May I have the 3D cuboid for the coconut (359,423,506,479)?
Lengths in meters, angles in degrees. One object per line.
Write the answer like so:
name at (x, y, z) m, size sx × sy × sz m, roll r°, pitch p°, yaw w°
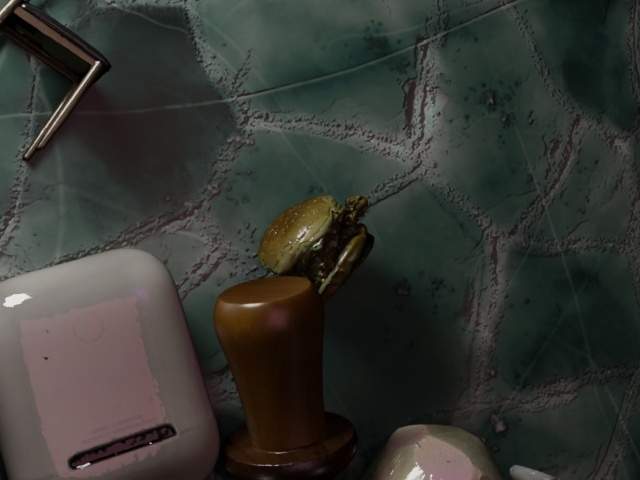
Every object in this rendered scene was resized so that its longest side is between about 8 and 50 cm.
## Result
coconut at (0.169, 0.375, 1.819) m, size 0.227 × 0.227 × 0.230 m, roll 39°, pitch 78°, yaw -13°

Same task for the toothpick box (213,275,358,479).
toothpick box at (-0.056, 0.207, 1.746) m, size 0.192 × 0.192 × 0.294 m, roll -14°, pitch 105°, yaw -20°

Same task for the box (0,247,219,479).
box at (-0.302, 0.198, 1.704) m, size 0.289 × 0.141 × 0.349 m, roll -16°, pitch 92°, yaw -21°

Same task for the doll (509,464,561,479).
doll at (0.275, 0.478, 1.909) m, size 0.208 × 0.144 × 0.271 m, roll 8°, pitch 87°, yaw -40°

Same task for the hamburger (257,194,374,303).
hamburger at (0.000, 0.000, 1.820) m, size 0.185 × 0.159 × 0.131 m, roll -44°, pitch 99°, yaw 3°

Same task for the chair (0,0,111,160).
chair at (-0.367, -0.262, 1.693) m, size 0.166 × 0.188 × 0.272 m, roll 36°, pitch 78°, yaw -15°
